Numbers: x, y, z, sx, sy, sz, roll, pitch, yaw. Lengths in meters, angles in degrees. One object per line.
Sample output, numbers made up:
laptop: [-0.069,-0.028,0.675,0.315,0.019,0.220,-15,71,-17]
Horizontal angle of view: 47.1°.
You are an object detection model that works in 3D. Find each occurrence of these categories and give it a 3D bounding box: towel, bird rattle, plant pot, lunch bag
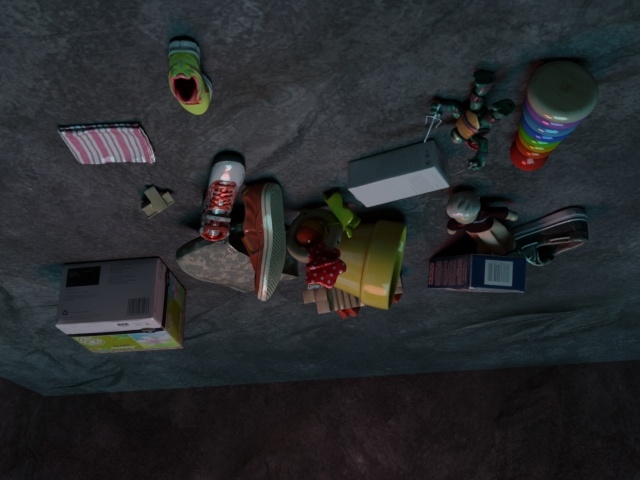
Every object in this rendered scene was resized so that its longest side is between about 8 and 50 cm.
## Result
towel: [-0.501,-0.224,1.727,0.197,0.029,0.144,-2,154,3]
bird rattle: [0.000,0.000,1.999,0.207,0.253,0.143,12,165,35]
plant pot: [0.108,0.054,2.118,0.239,0.253,0.254,11,157,12]
lunch bag: [-0.243,0.034,2.123,0.235,0.168,0.287,-18,154,39]

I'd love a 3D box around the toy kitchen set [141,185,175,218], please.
toy kitchen set: [-0.447,-0.115,1.970,0.083,0.075,0.068,-34,111,-4]

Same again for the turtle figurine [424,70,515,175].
turtle figurine: [0.322,-0.256,1.599,0.175,0.118,0.234,42,148,4]

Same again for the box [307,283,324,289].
box: [-0.011,0.108,2.425,0.059,0.054,0.169,1,154,-4]

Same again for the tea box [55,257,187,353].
tea box: [-0.653,0.226,2.457,0.329,0.219,0.323,-5,155,7]

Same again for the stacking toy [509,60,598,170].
stacking toy: [0.492,-0.247,1.611,0.141,0.141,0.330,-2,159,2]

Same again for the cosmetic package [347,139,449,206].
cosmetic package: [0.193,-0.163,1.821,0.231,0.085,0.117,-11,153,25]

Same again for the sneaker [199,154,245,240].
sneaker: [-0.250,-0.098,1.870,0.090,0.144,0.270,8,153,-18]

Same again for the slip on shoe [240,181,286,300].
slip on shoe: [-0.158,0.003,1.968,0.101,0.331,0.123,6,-159,20]

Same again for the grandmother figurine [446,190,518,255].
grandmother figurine: [0.450,-0.048,2.063,0.208,0.104,0.342,-24,150,24]

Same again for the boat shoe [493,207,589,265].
boat shoe: [0.643,0.015,2.174,0.121,0.119,0.335,13,151,-28]

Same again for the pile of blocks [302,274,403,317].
pile of blocks: [0.118,0.195,2.450,0.363,0.112,0.149,-8,174,-14]

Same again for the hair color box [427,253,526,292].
hair color box: [0.468,0.104,2.240,0.174,0.105,0.347,5,176,-11]

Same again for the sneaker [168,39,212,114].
sneaker: [-0.269,-0.307,1.483,0.082,0.094,0.208,-4,156,2]
